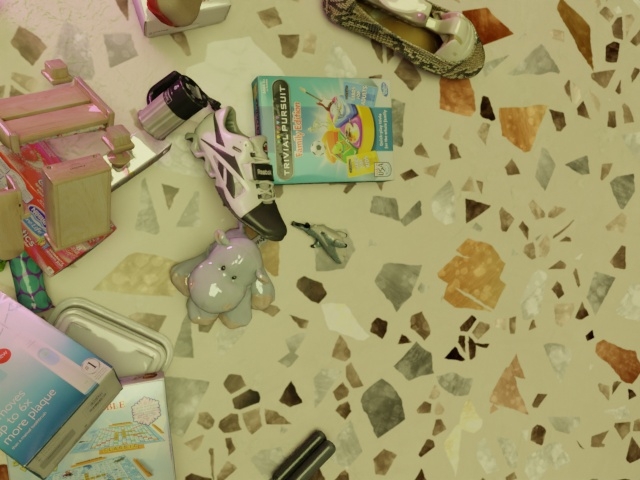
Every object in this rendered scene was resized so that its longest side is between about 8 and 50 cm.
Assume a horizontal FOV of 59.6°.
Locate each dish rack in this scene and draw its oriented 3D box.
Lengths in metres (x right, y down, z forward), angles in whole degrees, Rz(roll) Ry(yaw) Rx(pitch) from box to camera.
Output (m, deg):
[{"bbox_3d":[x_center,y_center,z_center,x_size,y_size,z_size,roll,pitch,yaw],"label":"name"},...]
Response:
[{"bbox_3d":[-0.513,0.323,1.229,0.286,0.072,0.332,30,84,-17],"label":"dish rack"}]

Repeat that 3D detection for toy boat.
[{"bbox_3d":[-0.313,-0.556,1.120,0.151,0.151,0.230,15,89,10],"label":"toy boat"}]

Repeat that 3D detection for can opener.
[{"bbox_3d":[-0.073,0.605,1.392,0.283,0.076,0.095,-42,136,-13],"label":"can opener"}]

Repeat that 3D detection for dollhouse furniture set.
[{"bbox_3d":[-0.551,-0.160,1.062,0.303,0.173,0.355,-26,60,-39],"label":"dollhouse furniture set"}]

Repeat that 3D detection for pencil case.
[{"bbox_3d":[-0.616,0.078,1.188,0.070,0.065,0.151,-15,99,-55],"label":"pencil case"}]

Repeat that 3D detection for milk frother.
[{"bbox_3d":[-0.311,-0.293,1.263,0.135,0.129,0.143,-31,136,20],"label":"milk frother"}]

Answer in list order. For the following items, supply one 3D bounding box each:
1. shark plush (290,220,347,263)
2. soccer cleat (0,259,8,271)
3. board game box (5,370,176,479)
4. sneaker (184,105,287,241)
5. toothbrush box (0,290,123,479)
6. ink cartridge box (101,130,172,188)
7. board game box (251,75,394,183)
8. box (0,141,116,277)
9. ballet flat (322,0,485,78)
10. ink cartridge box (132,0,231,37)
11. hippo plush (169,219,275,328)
[{"bbox_3d":[0.000,0.000,1.392,0.161,0.073,0.067,24,115,-22],"label":"shark plush"},{"bbox_3d":[-0.702,-0.018,1.165,0.073,0.060,0.178,-13,89,-8],"label":"soccer cleat"},{"bbox_3d":[-0.473,0.460,1.175,0.319,0.066,0.317,-6,94,-17],"label":"board game box"},{"bbox_3d":[-0.158,-0.153,1.234,0.146,0.122,0.330,-38,84,20],"label":"sneaker"},{"bbox_3d":[-0.570,0.268,1.063,0.296,0.126,0.216,30,56,12],"label":"toothbrush box"},{"bbox_3d":[-0.423,-0.172,1.215,0.198,0.115,0.067,-39,102,-14],"label":"ink cartridge box"},{"bbox_3d":[0.010,-0.265,1.371,0.336,0.079,0.253,-4,93,-18],"label":"board game box"},{"bbox_3d":[-0.566,-0.072,1.145,0.128,0.122,0.256,-32,103,24],"label":"box"},{"bbox_3d":[0.241,-0.534,1.382,0.483,0.182,0.163,18,85,-18],"label":"ballet flat"},{"bbox_3d":[-0.333,-0.614,1.228,0.199,0.115,0.272,-19,98,-16],"label":"ink cartridge box"},{"bbox_3d":[-0.178,0.080,1.239,0.234,0.236,0.294,45,79,-14],"label":"hippo plush"}]
